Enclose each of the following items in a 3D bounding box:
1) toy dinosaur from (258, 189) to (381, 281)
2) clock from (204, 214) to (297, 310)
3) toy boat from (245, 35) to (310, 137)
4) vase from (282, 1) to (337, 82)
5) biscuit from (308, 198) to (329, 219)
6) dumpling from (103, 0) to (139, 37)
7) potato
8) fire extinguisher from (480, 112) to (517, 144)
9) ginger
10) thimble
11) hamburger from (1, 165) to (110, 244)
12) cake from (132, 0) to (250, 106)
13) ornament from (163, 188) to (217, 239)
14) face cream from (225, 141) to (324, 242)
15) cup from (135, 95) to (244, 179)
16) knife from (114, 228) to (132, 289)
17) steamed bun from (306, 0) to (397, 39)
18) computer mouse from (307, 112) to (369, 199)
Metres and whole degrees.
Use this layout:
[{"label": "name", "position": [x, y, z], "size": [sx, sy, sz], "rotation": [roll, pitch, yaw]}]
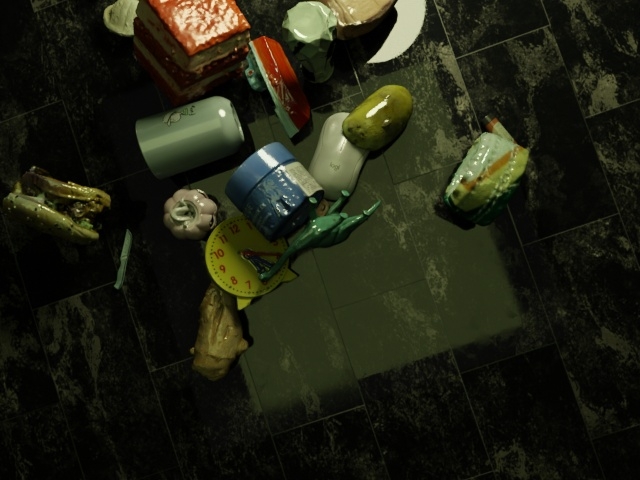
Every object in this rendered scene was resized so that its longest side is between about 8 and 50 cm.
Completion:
[{"label": "toy dinosaur", "position": [0.000, 0.000, 1.800], "size": [0.129, 0.383, 0.331], "rotation": [52, 126, 26]}, {"label": "clock", "position": [-0.235, 0.053, 1.798], "size": [0.277, 0.071, 0.294], "rotation": [-36, 86, -22]}, {"label": "toy boat", "position": [-0.148, -0.499, 1.828], "size": [0.133, 0.145, 0.332], "rotation": [-28, 84, 25]}, {"label": "vase", "position": [-0.021, -0.598, 1.706], "size": [0.164, 0.360, 0.165], "rotation": [0, 88, 4]}, {"label": "biscuit", "position": [-0.014, -0.108, 1.865], "size": [0.091, 0.015, 0.078], "rotation": [-40, 85, 1]}, {"label": "dumpling", "position": [-0.660, -0.754, 1.883], "size": [0.150, 0.092, 0.177], "rotation": [-28, 87, 1]}, {"label": "potato", "position": [0.207, -0.408, 1.770], "size": [0.271, 0.111, 0.160], "rotation": [-42, 93, -22]}, {"label": "fire extinguisher", "position": [0.599, -0.337, 1.816], "size": [0.062, 0.050, 0.177], "rotation": [-37, 86, -17]}, {"label": "ginger", "position": [-0.338, 0.283, 1.818], "size": [0.189, 0.126, 0.355], "rotation": [-3, 88, -1]}, {"label": "thimble", "position": [0.517, -0.196, 1.718], "size": [0.167, 0.254, 0.288], "rotation": [30, 78, 2]}, {"label": "hamburger", "position": [-0.828, -0.105, 1.770], "size": [0.276, 0.318, 0.195], "rotation": [23, 81, -2]}, {"label": "cake", "position": [-0.404, -0.626, 1.718], "size": [0.269, 0.319, 0.270], "rotation": [-37, 86, -26]}, {"label": "ornament", "position": [-0.432, -0.085, 1.817], "size": [0.177, 0.177, 0.178], "rotation": [0, 88, 3]}, {"label": "face cream", "position": [-0.141, -0.150, 1.751], "size": [0.249, 0.249, 0.225], "rotation": [-44, 81, 1]}, {"label": "cup", "position": [-0.420, -0.344, 1.804], "size": [0.311, 0.205, 0.206], "rotation": [-19, 87, 2]}, {"label": "knife", "position": [-0.679, 0.066, 1.901], "size": [0.028, 0.015, 0.211], "rotation": [12, 89, 9]}, {"label": "steamed bun", "position": [0.096, -0.789, 1.790], "size": [0.301, 0.199, 0.252], "rotation": [-40, 100, -19]}, {"label": "computer mouse", "position": [0.062, -0.282, 1.815], "size": [0.184, 0.121, 0.297], "rotation": [25, 91, 5]}]
